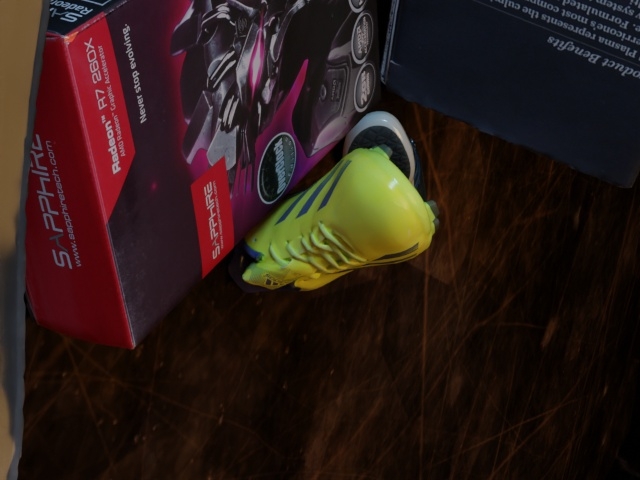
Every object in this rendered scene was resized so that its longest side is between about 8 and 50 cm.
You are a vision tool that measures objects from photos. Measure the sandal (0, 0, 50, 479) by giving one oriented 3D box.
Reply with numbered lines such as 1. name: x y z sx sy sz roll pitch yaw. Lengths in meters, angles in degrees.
1. sandal: -0.220 -0.005 0.561 0.107 0.167 0.446 3 94 -38

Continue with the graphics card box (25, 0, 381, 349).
1. graphics card box: -0.079 -0.124 0.808 0.371 0.094 0.233 -48 143 -44

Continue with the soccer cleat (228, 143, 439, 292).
1. soccer cleat: 0.001 0.001 0.880 0.121 0.289 0.093 -36 95 -18

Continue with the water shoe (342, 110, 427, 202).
1. water shoe: 0.067 -0.081 1.171 0.203 0.073 0.080 70 20 -55

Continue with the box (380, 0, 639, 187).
1. box: 0.300 -0.401 1.069 0.480 0.297 0.472 -58 168 -31
